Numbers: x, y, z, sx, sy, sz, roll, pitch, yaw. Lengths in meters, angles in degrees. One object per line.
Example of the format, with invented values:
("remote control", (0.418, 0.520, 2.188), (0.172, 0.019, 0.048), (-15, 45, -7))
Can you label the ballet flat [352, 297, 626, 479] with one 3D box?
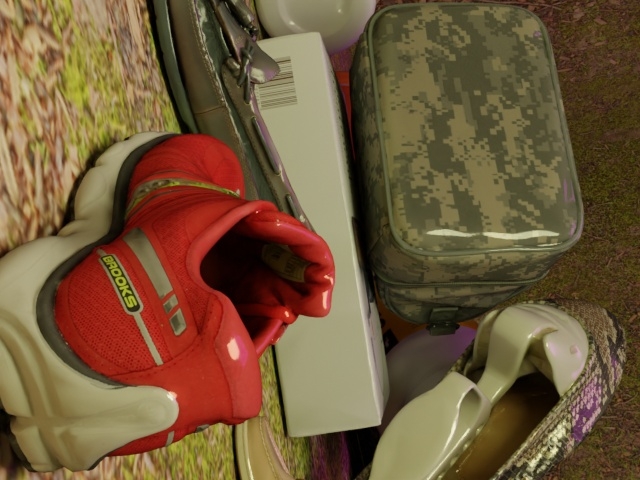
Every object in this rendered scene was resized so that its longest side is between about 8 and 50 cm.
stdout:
("ballet flat", (0.165, 0.182, 0.992), (0.483, 0.164, 0.182), (-43, 136, -26))

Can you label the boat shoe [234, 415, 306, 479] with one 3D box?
("boat shoe", (-0.013, 0.202, 0.704), (0.063, 0.059, 0.170), (27, 43, -82))

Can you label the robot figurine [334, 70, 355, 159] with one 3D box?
("robot figurine", (0.030, -0.143, 1.345), (0.128, 0.158, 0.219), (100, -11, -51))

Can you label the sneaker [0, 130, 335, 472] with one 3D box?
("sneaker", (-0.051, 0.016, 0.445), (0.279, 0.118, 0.107), (-83, 163, -68))

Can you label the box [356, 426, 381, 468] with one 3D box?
("box", (0.106, 0.334, 1.474), (0.159, 0.044, 0.233), (-137, -148, -61))

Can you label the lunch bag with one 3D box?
("lunch bag", (0.134, -0.075, 1.056), (0.256, 0.212, 0.305), (111, -25, -65))

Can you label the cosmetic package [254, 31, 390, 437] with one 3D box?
("cosmetic package", (0.000, 0.000, 1.044), (0.284, 0.097, 0.377), (36, 45, -85))

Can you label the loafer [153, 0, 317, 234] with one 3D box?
("loafer", (-0.057, -0.098, 0.705), (0.096, 0.084, 0.268), (-78, 158, -72))

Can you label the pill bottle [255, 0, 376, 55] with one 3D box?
("pill bottle", (-0.003, -0.342, 1.252), (0.264, 0.146, 0.146), (-87, 167, -62))

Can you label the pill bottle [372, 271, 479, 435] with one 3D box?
("pill bottle", (0.139, 0.171, 1.293), (0.334, 0.187, 0.188), (-123, -160, -69))
